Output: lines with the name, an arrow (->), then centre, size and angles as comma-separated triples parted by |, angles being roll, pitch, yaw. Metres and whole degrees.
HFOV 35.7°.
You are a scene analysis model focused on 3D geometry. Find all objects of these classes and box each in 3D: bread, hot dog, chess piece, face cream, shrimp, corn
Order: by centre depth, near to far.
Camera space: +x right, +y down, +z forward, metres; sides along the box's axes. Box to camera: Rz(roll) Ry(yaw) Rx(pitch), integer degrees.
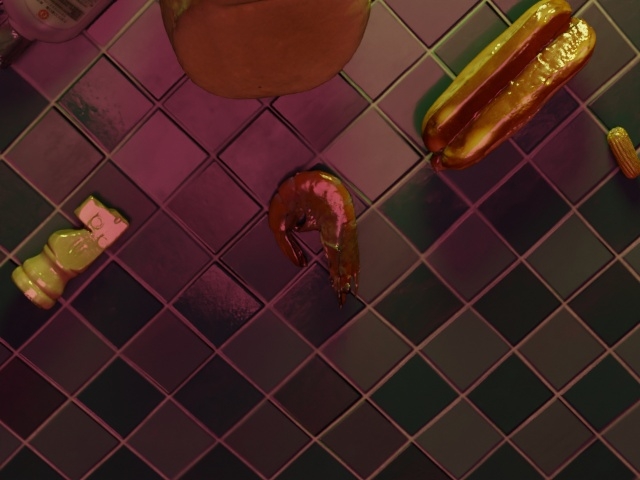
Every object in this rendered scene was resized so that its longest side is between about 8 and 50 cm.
bread -> -0.085, -0.371, 1.474 | 0.321, 0.237, 0.320 | 0, 140, 0
face cream -> -0.410, -0.380, 1.534 | 0.291, 0.071, 0.144 | -42, 123, 15
hot dog -> 0.291, -0.243, 1.607 | 0.135, 0.100, 0.337 | 44, 99, -5
chess piece -> -0.417, 0.017, 1.668 | 0.200, 0.090, 0.090 | -45, 104, -1
corn -> 0.514, -0.147, 1.678 | 0.037, 0.037, 0.092 | -29, 110, 6
shrimp -> 0.000, 0.000, 1.687 | 0.150, 0.068, 0.248 | -16, 102, 15

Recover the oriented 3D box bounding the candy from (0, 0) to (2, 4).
candy -> -0.599, -0.454, 1.516 | 0.145, 0.070, 0.275 | -29, 104, -3
